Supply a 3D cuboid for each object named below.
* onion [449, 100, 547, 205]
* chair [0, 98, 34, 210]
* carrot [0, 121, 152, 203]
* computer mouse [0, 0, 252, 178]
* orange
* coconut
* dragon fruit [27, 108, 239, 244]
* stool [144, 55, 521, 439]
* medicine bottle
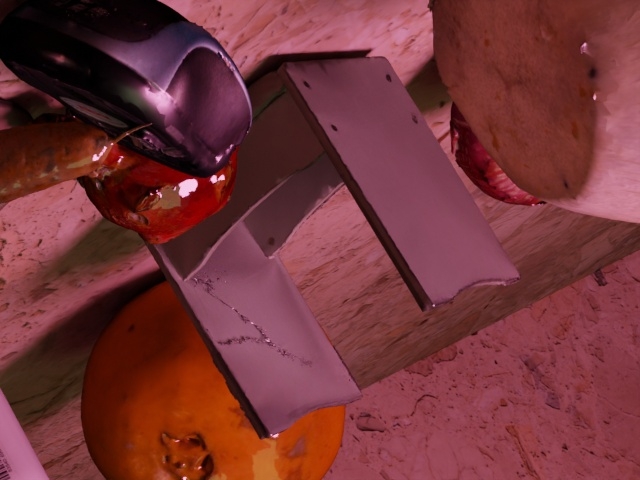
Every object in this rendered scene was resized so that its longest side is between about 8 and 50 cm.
[{"bbox_3d":[0.222,-0.158,1.689,0.230,0.163,0.230,-17,131,-20],"label":"onion"},{"bbox_3d":[-0.323,0.059,1.204,0.326,0.183,0.176,-36,166,24],"label":"chair"},{"bbox_3d":[-0.254,-0.043,1.022,0.298,0.078,0.078,-10,167,5],"label":"carrot"},{"bbox_3d":[-0.129,-0.119,1.103,0.096,0.137,0.233,-61,162,-3],"label":"computer mouse"},{"bbox_3d":[-0.121,0.183,1.829,0.312,0.312,0.312,-29,166,-8],"label":"orange"},{"bbox_3d":[0.288,-0.198,1.277,0.360,0.346,0.346,-24,165,-20],"label":"coconut"},{"bbox_3d":[-0.153,-0.069,1.277,0.125,0.125,0.246,-26,161,23],"label":"dragon fruit"},{"bbox_3d":[0.000,0.000,1.492,0.244,0.269,0.170,-40,164,34],"label":"stool"},{"bbox_3d":[-0.361,0.211,1.649,0.103,0.186,0.103,-30,167,-8],"label":"medicine bottle"}]
